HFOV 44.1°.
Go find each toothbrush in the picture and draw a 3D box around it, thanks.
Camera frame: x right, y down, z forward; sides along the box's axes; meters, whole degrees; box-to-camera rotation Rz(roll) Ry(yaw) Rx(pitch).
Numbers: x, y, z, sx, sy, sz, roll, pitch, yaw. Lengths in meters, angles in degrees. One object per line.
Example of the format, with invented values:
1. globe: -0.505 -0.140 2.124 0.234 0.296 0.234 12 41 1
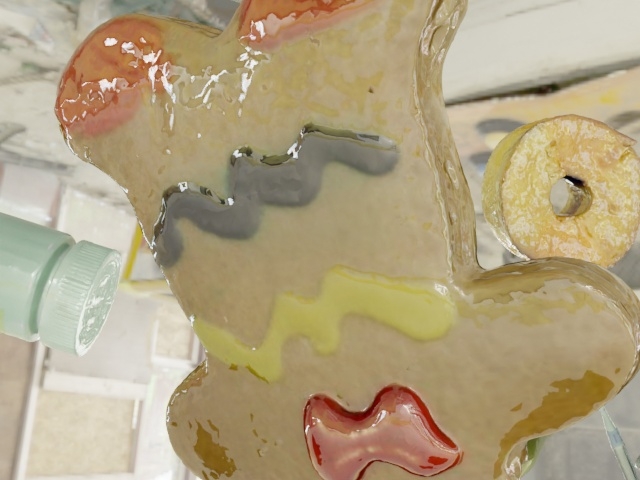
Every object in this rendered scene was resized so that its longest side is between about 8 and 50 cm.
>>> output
1. toothbrush: 0.323 0.218 0.868 0.016 0.019 0.219 -20 121 18

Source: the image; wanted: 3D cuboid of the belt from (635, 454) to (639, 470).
1. belt: 0.536 0.238 0.984 0.122 0.260 0.325 36 179 -3

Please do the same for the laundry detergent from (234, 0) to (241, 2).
1. laundry detergent: -0.064 -0.338 0.999 0.137 0.062 0.211 16 -177 -37

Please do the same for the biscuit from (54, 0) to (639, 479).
1. biscuit: 0.000 0.000 0.538 0.368 0.393 0.076 -16 -176 27

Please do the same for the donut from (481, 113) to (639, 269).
1. donut: 0.257 -0.050 0.860 0.190 0.174 0.075 2 -171 -22

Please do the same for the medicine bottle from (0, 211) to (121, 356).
1. medicine bottle: -0.451 0.038 1.077 0.318 0.158 0.158 18 166 -1

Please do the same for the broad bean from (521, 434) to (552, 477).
1. broad bean: 0.250 0.225 1.013 0.082 0.124 0.174 -30 174 31
